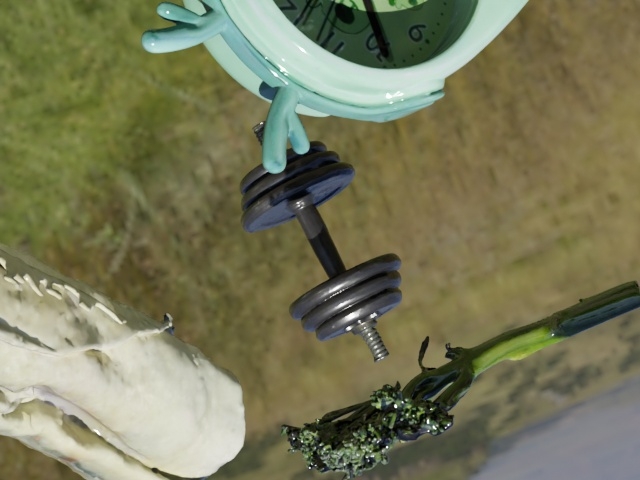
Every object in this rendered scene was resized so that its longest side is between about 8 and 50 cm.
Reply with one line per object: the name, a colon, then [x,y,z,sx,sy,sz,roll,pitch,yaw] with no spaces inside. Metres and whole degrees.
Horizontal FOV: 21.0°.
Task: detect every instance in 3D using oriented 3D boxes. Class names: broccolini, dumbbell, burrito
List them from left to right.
burrito: [-0.082,0.015,0.360,0.045,0.041,0.185,-3,155,41]
dumbbell: [0.000,0.000,1.340,0.099,0.208,0.099,-27,171,-4]
broccolini: [0.109,0.081,1.121,0.271,0.062,0.123,-24,-164,-19]

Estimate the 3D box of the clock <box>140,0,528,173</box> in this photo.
clock: [0.002,-0.126,0.782,0.211,0.159,0.066,-51,-167,-31]
